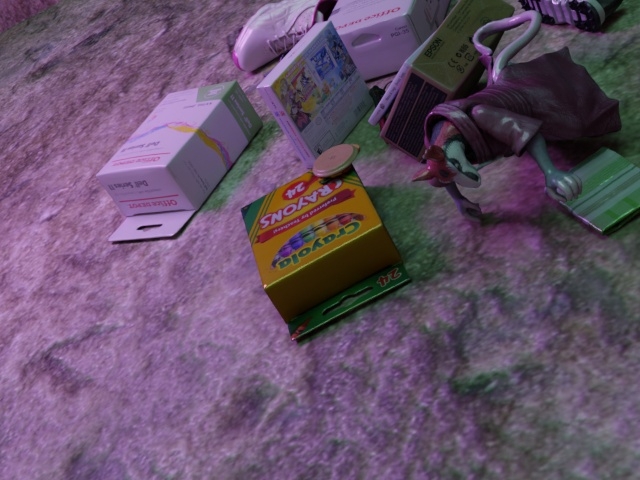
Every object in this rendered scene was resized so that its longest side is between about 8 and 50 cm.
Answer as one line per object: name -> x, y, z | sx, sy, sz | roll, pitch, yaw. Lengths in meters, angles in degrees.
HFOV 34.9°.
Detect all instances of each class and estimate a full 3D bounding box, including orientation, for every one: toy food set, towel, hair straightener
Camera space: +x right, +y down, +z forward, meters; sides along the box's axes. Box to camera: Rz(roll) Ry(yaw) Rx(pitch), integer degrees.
toy food set -> 0.024, -0.126, 1.631 | 0.083, 0.020, 0.083 | -19, 33, 18
towel -> -0.095, -0.375, 2.266 | 0.060, 0.009, 0.083 | -35, 30, -5
hair straightener -> 0.142, -0.239, 1.844 | 0.089, 0.047, 0.230 | -10, 27, 0
towel -> 0.387, -0.066, 1.388 | 0.113, 0.023, 0.152 | -34, 33, -1

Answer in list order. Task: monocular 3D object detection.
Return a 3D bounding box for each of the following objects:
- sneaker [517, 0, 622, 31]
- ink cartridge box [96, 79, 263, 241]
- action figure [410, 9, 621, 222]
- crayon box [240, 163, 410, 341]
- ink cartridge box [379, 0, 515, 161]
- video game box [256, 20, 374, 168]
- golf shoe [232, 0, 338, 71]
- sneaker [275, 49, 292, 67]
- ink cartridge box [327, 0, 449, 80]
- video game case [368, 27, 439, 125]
sneaker -> 0.448, -0.436, 1.819 | 0.106, 0.078, 0.234 | -36, 34, -13
ink cartridge box -> -0.294, -0.159, 2.017 | 0.207, 0.119, 0.353 | -4, 40, 37
action figure -> 0.251, -0.175, 1.401 | 0.370, 0.275, 0.248 | -23, 5, -42
crayon box -> 0.000, 0.000, 1.568 | 0.202, 0.081, 0.318 | -29, 31, 3
ink cartridge box -> 0.207, -0.273, 1.673 | 0.234, 0.088, 0.193 | -53, -7, -33
video game box -> -0.004, -0.265, 1.853 | 0.048, 0.187, 0.205 | 2, 43, 43
golf shoe -> -0.063, -0.484, 2.305 | 0.306, 0.115, 0.140 | -42, 52, -1
sneaker -> -0.025, -0.339, 2.031 | 0.086, 0.132, 0.228 | -14, 35, 26
ink cartridge box -> 0.133, -0.450, 2.067 | 0.207, 0.117, 0.283 | -12, 35, 27
video game case -> 0.149, -0.280, 1.738 | 0.157, 0.019, 0.143 | -49, -5, -47
